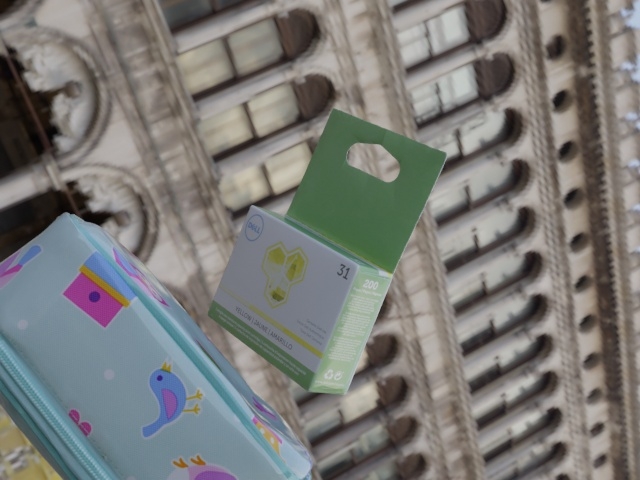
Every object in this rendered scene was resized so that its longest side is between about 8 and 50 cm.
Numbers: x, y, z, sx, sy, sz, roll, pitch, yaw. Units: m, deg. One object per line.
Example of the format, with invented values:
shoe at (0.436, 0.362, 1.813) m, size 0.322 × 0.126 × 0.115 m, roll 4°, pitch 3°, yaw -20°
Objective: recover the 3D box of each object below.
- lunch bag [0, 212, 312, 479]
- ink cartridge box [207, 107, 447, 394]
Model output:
lunch bag at (-0.115, 0.092, 0.624) m, size 0.224 × 0.108 × 0.279 m, roll 48°, pitch -9°, yaw 2°
ink cartridge box at (0.000, 0.000, 0.912) m, size 0.171 × 0.056 × 0.235 m, roll 30°, pitch -79°, yaw 46°
